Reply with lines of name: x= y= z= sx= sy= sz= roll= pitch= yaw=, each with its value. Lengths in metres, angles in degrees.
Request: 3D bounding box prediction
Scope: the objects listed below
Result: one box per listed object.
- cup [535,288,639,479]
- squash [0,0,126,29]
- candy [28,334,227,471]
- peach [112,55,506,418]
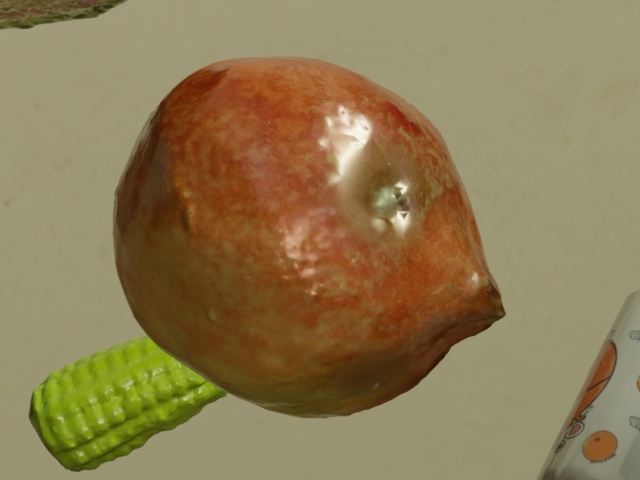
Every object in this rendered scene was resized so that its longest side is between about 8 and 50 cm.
cup: x=0.389 y=0.239 z=2.094 sx=0.212 sy=0.317 sz=0.212 roll=24 pitch=-29 yaw=14
squash: x=-0.280 y=-0.332 z=1.338 sx=0.310 sy=0.310 sz=0.308 roll=137 pitch=-50 yaw=-83
candy: x=-0.150 y=0.129 z=1.573 sx=0.097 sy=0.210 sz=0.096 roll=-24 pitch=90 yaw=-82
peach: x=0.000 y=0.000 z=1.136 sx=0.257 sy=0.232 sz=0.232 roll=10 pitch=-26 yaw=24
